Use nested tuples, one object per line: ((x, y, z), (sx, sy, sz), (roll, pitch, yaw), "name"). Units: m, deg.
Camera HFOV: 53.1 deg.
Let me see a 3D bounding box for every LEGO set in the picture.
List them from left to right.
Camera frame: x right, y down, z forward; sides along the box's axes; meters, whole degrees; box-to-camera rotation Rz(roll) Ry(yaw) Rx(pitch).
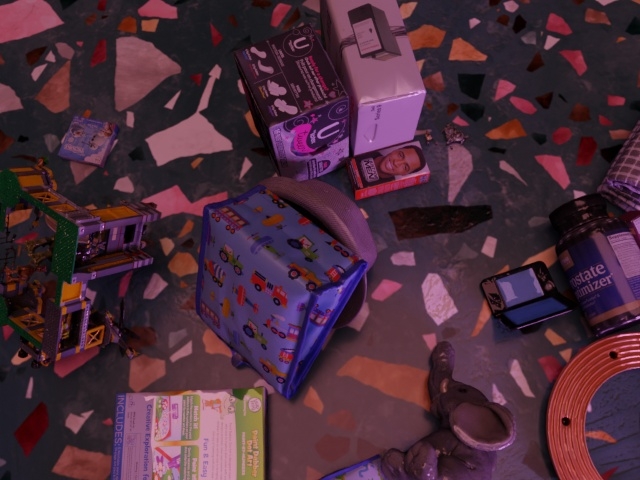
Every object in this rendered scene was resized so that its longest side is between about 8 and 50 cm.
((-0.401, 0.032, 1.071), (0.254, 0.192, 0.331), (18, 109, 29), "LEGO set")
((0.240, -0.199, 1.213), (0.083, 0.023, 0.054), (-18, 71, -4), "LEGO set")

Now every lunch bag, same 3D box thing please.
((-0.093, 0.102, 1.004), (0.221, 0.293, 0.138), (37, 36, 20), "lunch bag")
((0.056, 0.410, 0.974), (0.151, 0.096, 0.129), (-11, 68, -32), "lunch bag")

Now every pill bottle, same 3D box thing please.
((0.470, 0.038, 1.068), (0.122, 0.123, 0.219), (-17, 70, -3), "pill bottle")

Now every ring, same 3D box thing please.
((0.527, 0.313, 1.018), (0.336, 0.032, 0.337), (-1, 72, 2), "ring")

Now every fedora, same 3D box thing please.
((0.000, 0.000, 1.079), (0.275, 0.244, 0.124), (39, 47, 19), "fedora")

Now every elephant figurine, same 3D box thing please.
((0.219, 0.296, 0.984), (0.239, 0.169, 0.186), (-43, 103, -28), "elephant figurine")

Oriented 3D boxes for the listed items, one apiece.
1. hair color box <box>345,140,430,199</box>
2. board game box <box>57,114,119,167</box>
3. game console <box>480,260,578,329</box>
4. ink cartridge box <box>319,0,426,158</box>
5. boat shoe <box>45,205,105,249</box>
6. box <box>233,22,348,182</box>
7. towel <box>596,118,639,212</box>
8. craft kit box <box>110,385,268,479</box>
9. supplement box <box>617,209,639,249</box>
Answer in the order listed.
((0.123, -0.130, 1.185), (0.141, 0.043, 0.072), (-15, 70, -3), "hair color box")
((-0.451, -0.193, 1.246), (0.090, 0.020, 0.090), (13, 73, 7), "board game box")
((0.350, 0.090, 1.082), (0.122, 0.071, 0.107), (-17, 71, -4), "game console")
((0.086, -0.322, 1.167), (0.121, 0.211, 0.289), (-12, 72, -3), "ink cartridge box")
((-0.419, -0.028, 1.159), (0.190, 0.072, 0.068), (17, 72, 9), "boat shoe")
((-0.039, -0.222, 1.116), (0.142, 0.247, 0.163), (-24, 72, -4), "box")
((0.669, -0.114, 1.113), (0.283, 0.121, 0.235), (32, 76, 13), "towel")
((-0.206, 0.365, 1.023), (0.246, 0.061, 0.250), (-3, 71, 4), "craft kit box")
((0.551, -0.007, 1.101), (0.043, 0.055, 0.083), (-29, 95, -7), "supplement box")
